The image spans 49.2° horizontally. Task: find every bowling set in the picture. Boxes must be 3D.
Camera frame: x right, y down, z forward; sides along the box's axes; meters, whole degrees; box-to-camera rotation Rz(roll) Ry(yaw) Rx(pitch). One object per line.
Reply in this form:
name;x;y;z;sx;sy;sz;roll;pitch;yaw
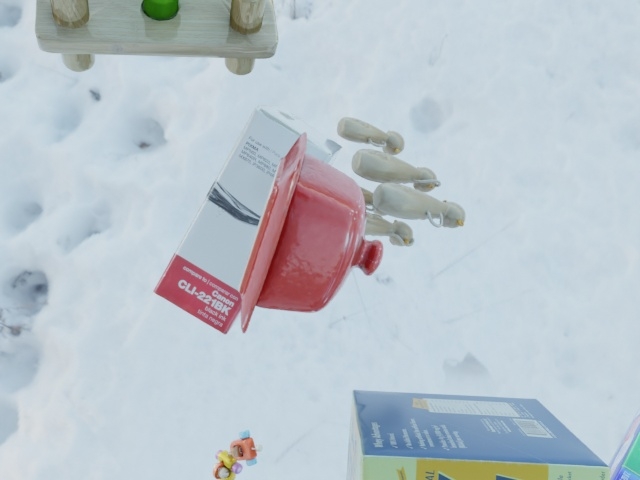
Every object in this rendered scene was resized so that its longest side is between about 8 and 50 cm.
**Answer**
bowling set;0.097;-0.059;1.162;0.154;0.200;0.287;13;35;-24

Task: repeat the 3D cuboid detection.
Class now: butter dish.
butter dish;0.000;0.000;0.639;0.118;0.160;0.160;17;110;-5

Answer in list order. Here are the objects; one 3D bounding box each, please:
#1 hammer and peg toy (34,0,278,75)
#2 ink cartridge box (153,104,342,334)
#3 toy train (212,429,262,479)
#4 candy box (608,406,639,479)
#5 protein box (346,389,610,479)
hammer and peg toy;-0.237;-0.318;0.779;0.361;0.127;0.266;-1;64;-14
ink cartridge box;-0.089;-0.037;0.946;0.114;0.197;0.273;30;102;-1
toy train;-0.140;0.409;1.187;0.125;0.046;0.166;-15;87;45
candy box;0.650;0.417;1.138;0.317;0.122;0.268;33;61;19
protein box;0.129;0.236;0.658;0.201;0.200;0.136;3;93;0
